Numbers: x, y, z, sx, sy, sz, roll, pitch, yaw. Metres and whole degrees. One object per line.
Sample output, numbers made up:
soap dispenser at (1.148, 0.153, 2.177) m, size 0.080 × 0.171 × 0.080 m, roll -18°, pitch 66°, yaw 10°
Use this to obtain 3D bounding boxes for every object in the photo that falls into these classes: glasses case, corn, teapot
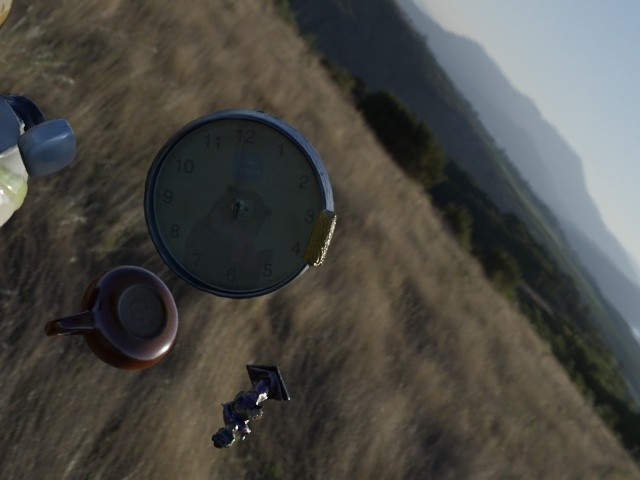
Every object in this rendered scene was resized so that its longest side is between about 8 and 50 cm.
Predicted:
glasses case at (-0.353, -0.118, 1.242) m, size 0.045 × 0.067 × 0.178 m, roll 63°, pitch -16°, yaw 1°
corn at (0.000, 0.000, 1.194) m, size 0.028 × 0.083 × 0.027 m, roll 6°, pitch 30°, yaw -25°
teapot at (-0.350, 0.138, 1.616) m, size 0.252 × 0.135 × 0.178 m, roll -5°, pitch 73°, yaw -43°

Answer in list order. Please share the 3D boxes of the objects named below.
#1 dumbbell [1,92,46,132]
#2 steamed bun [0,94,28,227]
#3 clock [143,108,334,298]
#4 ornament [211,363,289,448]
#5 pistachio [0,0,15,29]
dumbbell at (-0.765, -0.218, 2.153) m, size 0.185 × 0.185 × 0.388 m, roll 51°, pitch 29°, yaw -2°
steamed bun at (-0.606, -0.093, 1.449) m, size 0.309 × 0.309 × 0.309 m, roll 48°, pitch 13°, yaw -15°
clock at (-0.120, -0.052, 1.387) m, size 0.281 × 0.280 × 0.055 m, roll 51°, pitch 12°, yaw -3°
ornament at (-0.145, 0.333, 1.827) m, size 0.203 × 0.088 × 0.081 m, roll -55°, pitch 129°, yaw -45°
pistachio at (-0.405, -0.298, 1.030) m, size 0.162 × 0.260 × 0.213 m, roll 25°, pitch 33°, yaw -21°
